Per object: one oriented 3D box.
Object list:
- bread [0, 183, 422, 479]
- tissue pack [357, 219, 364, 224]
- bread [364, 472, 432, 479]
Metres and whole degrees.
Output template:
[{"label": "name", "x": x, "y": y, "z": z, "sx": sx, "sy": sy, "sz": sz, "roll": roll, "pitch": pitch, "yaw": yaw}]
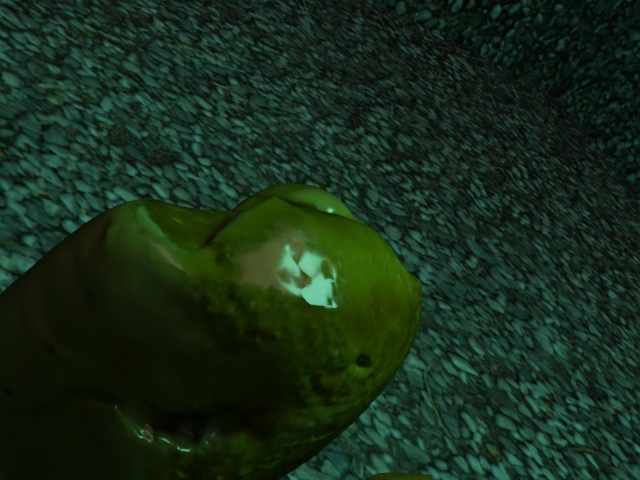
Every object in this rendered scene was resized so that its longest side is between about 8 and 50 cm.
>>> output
[{"label": "bread", "x": -0.105, "y": 0.112, "z": 1.093, "sx": 0.250, "sy": 0.394, "sz": 0.361, "roll": 59, "pitch": 25, "yaw": 11}, {"label": "tissue pack", "x": 0.000, "y": 0.000, "z": 1.832, "sx": 0.176, "sy": 0.062, "sz": 0.095, "roll": 17, "pitch": 28, "yaw": -38}, {"label": "bread", "x": 0.095, "y": 0.291, "z": 1.431, "sx": 0.103, "sy": 0.049, "sz": 0.062, "roll": 11, "pitch": 34, "yaw": -43}]
